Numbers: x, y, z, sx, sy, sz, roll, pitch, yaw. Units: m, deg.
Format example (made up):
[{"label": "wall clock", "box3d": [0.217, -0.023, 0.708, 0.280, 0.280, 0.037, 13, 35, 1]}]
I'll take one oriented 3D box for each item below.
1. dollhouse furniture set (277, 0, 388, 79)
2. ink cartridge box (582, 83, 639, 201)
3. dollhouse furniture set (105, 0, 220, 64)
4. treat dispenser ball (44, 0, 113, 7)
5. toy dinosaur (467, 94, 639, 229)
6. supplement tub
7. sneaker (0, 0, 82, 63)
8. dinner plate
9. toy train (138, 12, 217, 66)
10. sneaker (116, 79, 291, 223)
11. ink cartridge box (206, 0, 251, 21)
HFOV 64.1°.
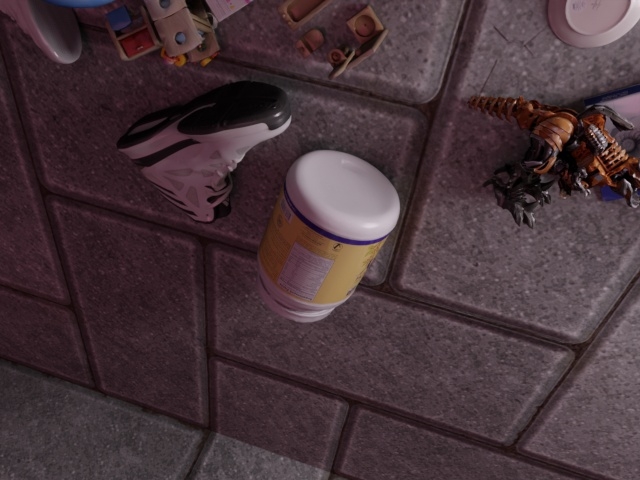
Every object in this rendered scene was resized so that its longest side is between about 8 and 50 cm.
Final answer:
[{"label": "dollhouse furniture set", "box3d": [0.007, -0.369, 0.886, 0.144, 0.123, 0.151, -25, 115, 34]}, {"label": "ink cartridge box", "box3d": [0.591, -0.169, 0.880, 0.223, 0.045, 0.224, -13, 121, 28]}, {"label": "dollhouse furniture set", "box3d": [-0.304, -0.378, 0.939, 0.183, 0.129, 0.129, -19, 102, 10]}, {"label": "treat dispenser ball", "box3d": [-0.407, -0.525, 0.807, 0.287, 0.288, 0.288, 10, 130, 13]}, {"label": "toy dinosaur", "box3d": [0.410, -0.157, 0.902, 0.322, 0.164, 0.219, 55, 139, 32]}, {"label": "supplement tub", "box3d": [0.000, 0.000, 1.104, 0.240, 0.241, 0.331, 26, 132, -1]}, {"label": "sneaker", "box3d": [-0.624, -0.485, 1.050, 0.169, 0.108, 0.293, -13, 112, 30]}, {"label": "dinner plate", "box3d": [0.433, -0.371, 0.800, 0.141, 0.017, 0.141, 11, 129, 14]}, {"label": "toy train", "box3d": [-0.286, -0.405, 1.018, 0.166, 0.046, 0.125, 10, 130, 13]}, {"label": "sneaker", "box3d": [-0.211, -0.178, 1.121, 0.447, 0.169, 0.258, -4, 134, 33]}, {"label": "ink cartridge box", "box3d": [-0.132, -0.465, 0.885, 0.143, 0.090, 0.092, -17, 119, 31]}]
